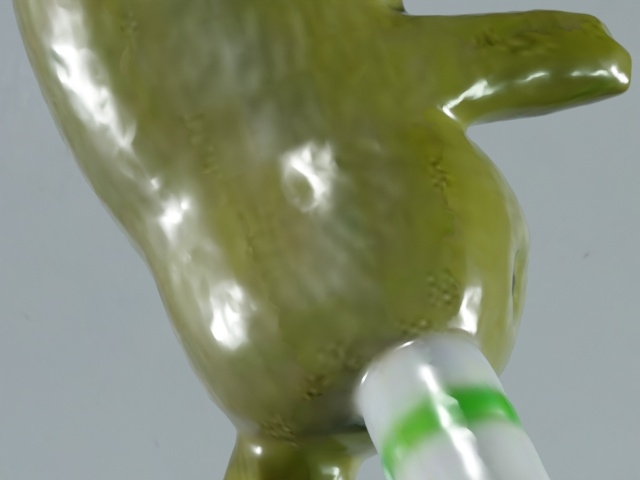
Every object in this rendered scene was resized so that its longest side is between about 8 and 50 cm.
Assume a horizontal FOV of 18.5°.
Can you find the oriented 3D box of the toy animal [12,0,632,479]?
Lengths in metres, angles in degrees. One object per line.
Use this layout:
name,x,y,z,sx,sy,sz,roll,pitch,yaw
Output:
toy animal,0.011,-0.009,0.741,0.180,0.181,0.363,-10,66,-41
